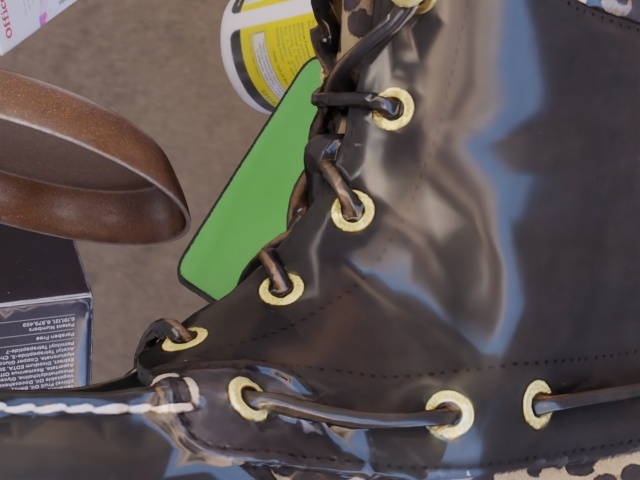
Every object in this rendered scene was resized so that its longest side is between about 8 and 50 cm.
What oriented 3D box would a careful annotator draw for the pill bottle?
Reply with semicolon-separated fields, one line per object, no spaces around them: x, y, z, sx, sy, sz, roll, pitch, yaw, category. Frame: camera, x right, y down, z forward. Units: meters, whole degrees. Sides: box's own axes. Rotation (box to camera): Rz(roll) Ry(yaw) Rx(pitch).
0.026;-0.179;1.451;0.119;0.208;0.119;10;76;-49;pill bottle

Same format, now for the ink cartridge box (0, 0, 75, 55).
-0.253;-0.206;1.281;0.143;0.090;0.092;-47;138;-47;ink cartridge box

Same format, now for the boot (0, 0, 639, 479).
0.000;0.000;0.603;0.377;0.138;0.284;8;75;-14;boot

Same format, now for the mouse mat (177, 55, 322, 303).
0.002;-0.018;0.880;0.007;0.190;0.152;33;88;-35;mouse mat

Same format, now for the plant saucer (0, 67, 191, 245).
-0.134;-0.039;0.734;0.168;0.168;0.029;27;70;-41;plant saucer

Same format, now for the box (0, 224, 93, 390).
-0.335;0.085;1.611;0.179;0.343;0.312;-7;127;-17;box
